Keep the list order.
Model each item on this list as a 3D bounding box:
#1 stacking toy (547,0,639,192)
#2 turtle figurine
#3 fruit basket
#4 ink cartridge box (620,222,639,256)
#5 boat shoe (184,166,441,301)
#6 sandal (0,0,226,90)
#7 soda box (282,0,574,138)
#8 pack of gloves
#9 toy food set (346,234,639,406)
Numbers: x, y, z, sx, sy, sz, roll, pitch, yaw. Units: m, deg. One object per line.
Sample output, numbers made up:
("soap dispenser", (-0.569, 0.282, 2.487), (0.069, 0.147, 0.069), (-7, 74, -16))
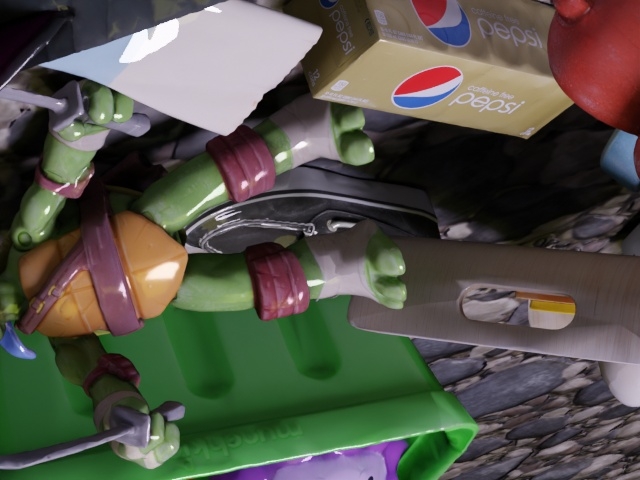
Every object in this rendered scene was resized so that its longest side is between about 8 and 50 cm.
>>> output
("stacking toy", (0.254, -0.131, 0.909), (0.279, 0.130, 0.309), (-46, 165, 6))
("turtle figurine", (-0.085, 0.013, 0.907), (0.266, 0.197, 0.274), (-18, 160, -13))
("fruit basket", (-0.080, 0.230, 1.170), (0.392, 0.392, 0.283), (-8, 155, -21))
("ink cartridge box", (0.402, -0.031, 1.230), (0.226, 0.131, 0.306), (-6, 152, -24))
("boat shoe", (0.000, 0.000, 1.089), (0.219, 0.070, 0.078), (2, 149, -38))
("sandal", (-0.183, -0.092, 0.646), (0.446, 0.107, 0.167), (-22, 129, 22))
("soda box", (0.069, -0.106, 0.920), (0.181, 0.061, 0.058), (6, 146, -43))
("pack of gloves", (-0.066, -0.156, 0.763), (0.195, 0.046, 0.232), (-46, 145, 20))
("toy food set", (0.185, 0.057, 1.089), (0.220, 0.092, 0.306), (5, 178, 29))
